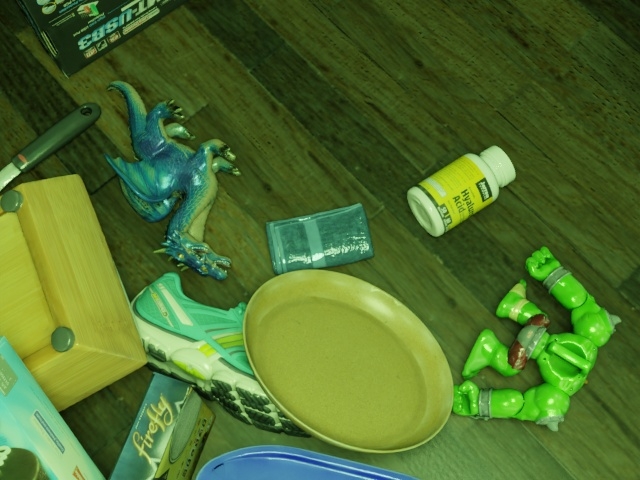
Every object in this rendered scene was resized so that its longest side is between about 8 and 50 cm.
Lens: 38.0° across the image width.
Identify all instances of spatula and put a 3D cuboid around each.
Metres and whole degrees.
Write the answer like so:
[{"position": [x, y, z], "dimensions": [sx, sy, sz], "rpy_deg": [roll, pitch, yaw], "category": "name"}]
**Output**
[{"position": [-0.379, -0.069, 1.111], "dimensions": [0.296, 0.030, 0.084], "rpy_deg": [-43, 75, -13], "category": "spatula"}]

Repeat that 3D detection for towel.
[{"position": [0.000, 0.000, 1.071], "dimensions": [0.119, 0.029, 0.067], "rpy_deg": [-11, 70, -2], "category": "towel"}]

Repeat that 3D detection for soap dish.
[{"position": [-0.347, 0.087, 0.967], "dimensions": [0.291, 0.118, 0.229], "rpy_deg": [-29, 70, 11], "category": "soap dish"}]

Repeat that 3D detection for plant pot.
[{"position": [0.026, 0.126, 0.965], "dimensions": [0.236, 0.032, 0.236], "rpy_deg": [17, 40, -15], "category": "plant pot"}]

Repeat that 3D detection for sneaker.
[{"position": [-0.085, 0.121, 0.995], "dimensions": [0.275, 0.107, 0.110], "rpy_deg": [28, 64, 12], "category": "sneaker"}]

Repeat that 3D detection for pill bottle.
[{"position": [0.163, -0.060, 1.068], "dimensions": [0.116, 0.065, 0.065], "rpy_deg": [-33, 72, -9], "category": "pill bottle"}]

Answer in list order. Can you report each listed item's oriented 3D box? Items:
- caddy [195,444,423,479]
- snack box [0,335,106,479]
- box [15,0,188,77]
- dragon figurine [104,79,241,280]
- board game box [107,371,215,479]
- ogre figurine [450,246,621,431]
[{"position": [-0.001, 0.342, 0.870], "dimensions": [0.341, 0.179, 0.241], "rpy_deg": [13, 47, 7], "category": "caddy"}, {"position": [-0.386, 0.221, 0.877], "dimensions": [0.322, 0.187, 0.060], "rpy_deg": [-20, 24, 17], "category": "snack box"}, {"position": [-0.228, -0.359, 1.074], "dimensions": [0.295, 0.293, 0.073], "rpy_deg": [-35, 74, -10], "category": "box"}, {"position": [-0.193, -0.079, 1.078], "dimensions": [0.289, 0.085, 0.144], "rpy_deg": [40, 76, 14], "category": "dragon figurine"}, {"position": [-0.177, 0.265, 0.908], "dimensions": [0.042, 0.165, 0.243], "rpy_deg": [18, 71, 9], "category": "board game box"}, {"position": [0.231, 0.117, 0.985], "dimensions": [0.118, 0.097, 0.197], "rpy_deg": [29, 62, 24], "category": "ogre figurine"}]
